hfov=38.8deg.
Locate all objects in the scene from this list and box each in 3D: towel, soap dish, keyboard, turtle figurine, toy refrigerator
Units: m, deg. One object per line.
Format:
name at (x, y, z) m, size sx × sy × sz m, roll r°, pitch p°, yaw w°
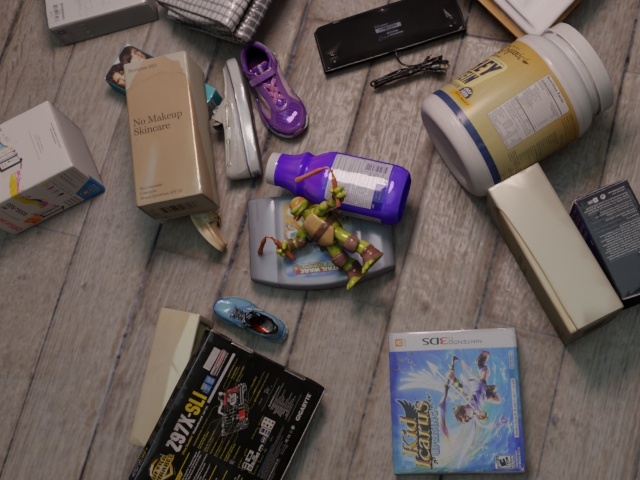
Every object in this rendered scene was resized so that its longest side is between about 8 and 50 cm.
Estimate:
towel at (-0.205, -0.556, 1.957) m, size 0.283 × 0.121 × 0.235 m, roll 26°, pitch 89°, yaw 42°
soap dish at (0.397, -0.560, 1.856) m, size 0.291 × 0.118 × 0.229 m, roll 43°, pitch 86°, yaw -2°
keyboard at (0.156, -0.416, 1.943) m, size 0.317 × 0.033 × 0.202 m, roll -16°, pitch 67°, yaw 6°
turtle figurine at (0.006, -0.008, 1.763) m, size 0.217 × 0.087 × 0.269 m, roll 45°, pitch 125°, yaw 4°
toy refrigerator at (-0.290, 0.279, 1.804) m, size 0.094 × 0.102 × 0.270 m, roll 8°, pitch 77°, yaw 12°

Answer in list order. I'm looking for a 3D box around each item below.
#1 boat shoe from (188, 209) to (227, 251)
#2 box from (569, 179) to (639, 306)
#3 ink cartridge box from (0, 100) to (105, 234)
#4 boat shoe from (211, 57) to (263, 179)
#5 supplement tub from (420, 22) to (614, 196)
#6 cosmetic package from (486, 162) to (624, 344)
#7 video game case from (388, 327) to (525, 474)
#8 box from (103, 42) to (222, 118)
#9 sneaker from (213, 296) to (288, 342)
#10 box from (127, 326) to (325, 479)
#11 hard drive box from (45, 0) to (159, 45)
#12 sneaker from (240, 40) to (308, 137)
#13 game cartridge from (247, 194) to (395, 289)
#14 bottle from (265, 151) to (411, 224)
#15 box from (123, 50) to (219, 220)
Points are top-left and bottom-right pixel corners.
boat shoe at (-0.239, -0.053, 1.901) m, size 0.059 × 0.063 × 0.170 m, roll -38°, pitch 72°, yaw 5°
box at (0.558, 0.014, 1.698) m, size 0.108 × 0.153 × 0.207 m, roll -23°, pitch 72°, yaw 4°
ink cartridge box at (-0.618, -0.149, 1.935) m, size 0.232 × 0.171 × 0.168 m, roll -26°, pitch 73°, yaw 3°
boat shoe at (-0.187, -0.256, 1.932) m, size 0.088 × 0.096 × 0.268 m, roll -12°, pitch 83°, yaw 3°
supplement tub at (0.378, -0.254, 1.759) m, size 0.316 × 0.228 × 0.228 m, roll -33°, pitch 73°, yaw 0°
cosmetic package at (0.435, 0.028, 1.713) m, size 0.113 × 0.160 × 0.310 m, roll -28°, pitch 72°, yaw 2°
video game case at (0.255, 0.305, 1.725) m, size 0.244 × 0.061 × 0.270 m, roll -4°, pitch 75°, yaw 10°
box at (-0.344, -0.332, 1.992) m, size 0.244 × 0.060 × 0.101 m, roll 29°, pitch 82°, yaw 15°
sneaker at (-0.143, 0.151, 1.826) m, size 0.162 × 0.073 × 0.063 m, roll 20°, pitch 80°, yaw 14°
box at (-0.174, 0.363, 1.718) m, size 0.257 × 0.079 × 0.322 m, roll 28°, pitch 81°, yaw -13°
hard drive box at (-0.502, -0.567, 2.064) m, size 0.232 × 0.089 × 0.181 m, roll -13°, pitch 74°, yaw 7°
sneaker at (-0.108, -0.327, 1.927) m, size 0.095 × 0.104 × 0.236 m, roll -28°, pitch 74°, yaw 0°
game cartridge at (0.000, 0.000, 1.852) m, size 0.297 × 0.062 × 0.198 m, roll -6°, pitch 71°, yaw 8°
bottle at (0.033, -0.114, 1.801) m, size 0.282 × 0.092 × 0.118 m, roll 13°, pitch 74°, yaw 13°
box at (-0.305, -0.212, 1.860) m, size 0.147 × 0.121 × 0.311 m, roll -12°, pitch 75°, yaw 9°
